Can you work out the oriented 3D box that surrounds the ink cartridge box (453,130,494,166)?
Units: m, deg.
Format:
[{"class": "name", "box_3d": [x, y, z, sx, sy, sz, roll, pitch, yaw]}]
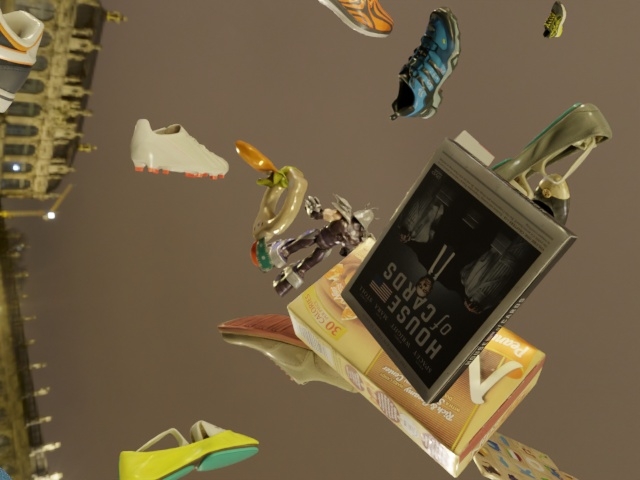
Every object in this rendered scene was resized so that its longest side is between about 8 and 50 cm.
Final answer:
[{"class": "ink cartridge box", "box_3d": [0.424, -0.228, 1.689, 0.128, 0.127, 0.176, 40, -20, 0]}]

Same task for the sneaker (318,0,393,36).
[{"class": "sneaker", "box_3d": [0.101, -0.682, 1.429, 0.180, 0.321, 0.125, -42, -143, 40]}]

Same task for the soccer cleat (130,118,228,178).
[{"class": "soccer cleat", "box_3d": [-0.206, -0.137, 0.830, 0.068, 0.196, 0.076, 8, -85, 28]}]

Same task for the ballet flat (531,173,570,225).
[{"class": "ballet flat", "box_3d": [0.300, -0.016, 0.757, 0.057, 0.049, 0.173, 51, -35, 40]}]

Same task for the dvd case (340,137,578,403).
[{"class": "dvd case", "box_3d": [0.134, 0.034, 0.599, 0.179, 0.029, 0.239, 50, -61, 36]}]

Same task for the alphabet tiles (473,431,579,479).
[{"class": "alphabet tiles", "box_3d": [0.463, 0.512, 1.166, 0.011, 0.342, 0.285, -62, -170, 10]}]

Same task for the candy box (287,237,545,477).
[{"class": "candy box", "box_3d": [0.124, 0.147, 0.771, 0.316, 0.183, 0.088, 36, -26, 33]}]

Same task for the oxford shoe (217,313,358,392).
[{"class": "oxford shoe", "box_3d": [-0.079, 0.262, 1.255, 0.397, 0.140, 0.147, 5, -80, 33]}]

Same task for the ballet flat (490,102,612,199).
[{"class": "ballet flat", "box_3d": [0.270, -0.089, 0.697, 0.213, 0.072, 0.068, -38, -108, 24]}]

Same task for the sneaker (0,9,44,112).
[{"class": "sneaker", "box_3d": [-0.418, -0.248, 0.511, 0.126, 0.321, 0.127, 38, -86, 22]}]

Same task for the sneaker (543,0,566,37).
[{"class": "sneaker", "box_3d": [0.478, -0.449, 1.107, 0.083, 0.035, 0.031, 67, 1, -51]}]

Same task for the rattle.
[{"class": "rattle", "box_3d": [-0.119, -0.052, 0.966, 0.200, 0.142, 0.130, -56, -132, 15]}]

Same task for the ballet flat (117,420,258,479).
[{"class": "ballet flat", "box_3d": [-0.198, 0.321, 0.826, 0.077, 0.231, 0.077, -50, -122, 36]}]

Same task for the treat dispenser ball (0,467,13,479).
[{"class": "treat dispenser ball", "box_3d": [-0.492, 0.394, 0.627, 0.288, 0.288, 0.288, 8, -80, 53]}]

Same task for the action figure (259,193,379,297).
[{"class": "action figure", "box_3d": [0.000, 0.000, 1.150, 0.285, 0.099, 0.185, -31, -72, 19]}]

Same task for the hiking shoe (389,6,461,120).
[{"class": "hiking shoe", "box_3d": [0.277, -0.456, 1.429, 0.113, 0.132, 0.304, 48, -37, 41]}]
